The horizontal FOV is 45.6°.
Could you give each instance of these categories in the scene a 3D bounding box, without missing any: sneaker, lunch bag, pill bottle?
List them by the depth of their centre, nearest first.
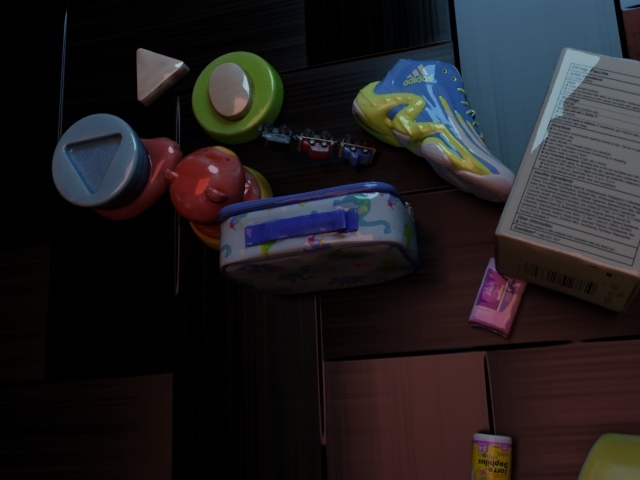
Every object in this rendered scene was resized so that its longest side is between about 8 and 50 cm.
[{"bbox_3d":[0.185,0.254,0.828,0.043,0.043,0.083,1,77,18],"label":"pill bottle"},{"bbox_3d":[0.000,0.000,0.884,0.219,0.176,0.090,-10,74,17],"label":"lunch bag"},{"bbox_3d":[0.155,-0.148,0.918,0.240,0.091,0.126,35,88,24],"label":"sneaker"}]

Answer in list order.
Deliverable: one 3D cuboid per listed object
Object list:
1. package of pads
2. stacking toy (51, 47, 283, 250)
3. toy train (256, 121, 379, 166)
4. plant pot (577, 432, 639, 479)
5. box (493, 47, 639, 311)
[{"bbox_3d":[0.206,0.066,0.877,0.050,0.032,0.083,18,82,20],"label":"package of pads"},{"bbox_3d":[-0.204,-0.149,1.015,0.309,0.130,0.280,11,80,20],"label":"stacking toy"},{"bbox_3d":[-0.003,-0.120,0.967,0.158,0.027,0.036,8,56,-5],"label":"toy train"},{"bbox_3d":[0.356,0.280,0.670,0.239,0.254,0.254,10,79,36],"label":"plant pot"},{"bbox_3d":[0.293,-0.064,0.815,0.148,0.127,0.232,19,75,19],"label":"box"}]
